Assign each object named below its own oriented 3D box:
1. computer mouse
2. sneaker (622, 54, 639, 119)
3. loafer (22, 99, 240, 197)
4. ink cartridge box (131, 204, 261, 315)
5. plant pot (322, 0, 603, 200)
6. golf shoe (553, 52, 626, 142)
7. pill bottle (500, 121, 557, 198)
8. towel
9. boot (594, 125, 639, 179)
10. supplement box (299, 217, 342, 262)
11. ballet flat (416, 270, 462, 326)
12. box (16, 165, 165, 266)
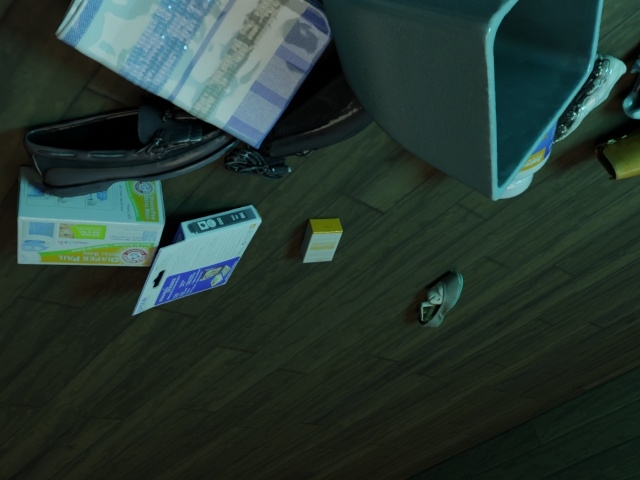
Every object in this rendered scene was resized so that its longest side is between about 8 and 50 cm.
[{"bbox_3d":[0.002,-0.163,0.877,0.272,0.072,0.188,-35,174,15],"label":"computer mouse"},{"bbox_3d":[0.576,-0.292,0.957,0.122,0.110,0.283,-11,145,-2],"label":"sneaker"},{"bbox_3d":[-0.256,-0.141,0.827,0.303,0.109,0.095,-16,140,2],"label":"loafer"},{"bbox_3d":[-0.228,0.035,1.065,0.208,0.045,0.206,-19,155,-43],"label":"ink cartridge box"},{"bbox_3d":[0.149,-0.245,0.690,0.247,0.252,0.248,-51,147,-18],"label":"plant pot"},{"bbox_3d":[0.450,-0.234,1.023,0.086,0.069,0.176,-4,145,-28],"label":"golf shoe"},{"bbox_3d":[0.291,-0.189,0.940,0.152,0.152,0.272,-17,144,0],"label":"pill bottle"},{"bbox_3d":[-0.133,-0.251,0.703,0.285,0.034,0.209,27,110,-33],"label":"towel"},{"bbox_3d":[0.624,-0.149,1.045,0.211,0.295,0.104,-20,106,7],"label":"boot"},{"bbox_3d":[0.000,0.000,1.180,0.062,0.036,0.098,-3,143,-19],"label":"supplement box"},{"bbox_3d":[0.287,0.152,1.480,0.068,0.072,0.213,1,142,-10],"label":"ballet flat"},{"bbox_3d":[-0.355,-0.033,0.929,0.203,0.103,0.114,2,141,-25],"label":"box"}]
